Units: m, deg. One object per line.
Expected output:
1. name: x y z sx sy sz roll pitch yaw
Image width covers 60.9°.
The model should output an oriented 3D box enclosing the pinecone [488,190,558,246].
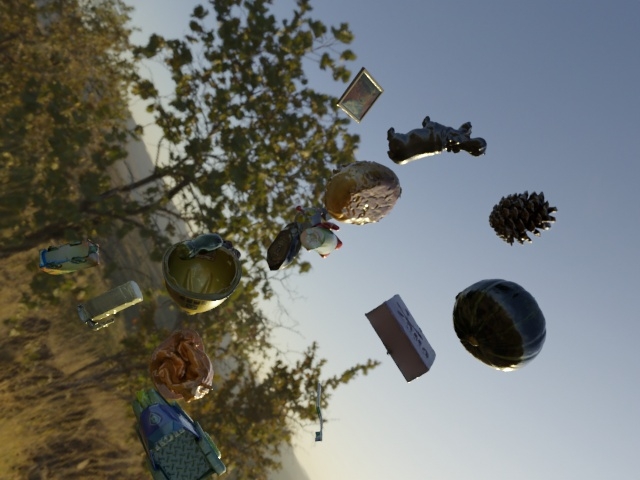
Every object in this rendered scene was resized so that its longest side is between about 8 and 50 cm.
1. pinecone: 0.677 -0.081 1.838 0.184 0.205 0.179 57 8 26

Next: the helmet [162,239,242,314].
1. helmet: -0.321 0.118 1.430 0.257 0.205 0.140 -94 -159 -55

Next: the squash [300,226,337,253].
1. squash: 0.000 0.000 1.604 0.083 0.083 0.250 60 6 6

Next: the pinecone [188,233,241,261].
1. pinecone: -0.344 0.068 1.667 0.207 0.208 0.207 56 -14 22

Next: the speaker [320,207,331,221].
1. speaker: 0.092 -0.141 2.282 0.040 0.191 0.046 49 -26 37

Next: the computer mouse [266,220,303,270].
1. computer mouse: -0.116 0.026 1.878 0.062 0.192 0.106 33 -2 -43

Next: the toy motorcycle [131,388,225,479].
1. toy motorcycle: -0.425 0.577 1.552 0.326 0.191 0.200 62 -20 -14

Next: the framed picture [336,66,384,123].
1. framed picture: 0.171 -0.605 2.292 0.016 0.184 0.250 42 10 24

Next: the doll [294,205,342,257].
1. doll: -0.021 -0.045 1.949 0.245 0.142 0.076 53 -10 28

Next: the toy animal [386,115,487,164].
1. toy animal: 0.397 -0.353 1.893 0.106 0.344 0.168 63 29 -50

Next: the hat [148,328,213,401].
1. hat: -0.417 0.447 1.820 0.233 0.244 0.233 13 -28 47

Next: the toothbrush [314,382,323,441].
1. toothbrush: -0.003 0.647 2.068 0.304 0.030 0.030 -88 158 -64

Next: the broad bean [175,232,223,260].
1. broad bean: -0.289 0.011 1.327 0.213 0.071 0.048 -34 106 -74

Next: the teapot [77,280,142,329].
1. teapot: -0.705 0.224 1.837 0.077 0.201 0.107 87 -22 -78

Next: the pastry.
1. pastry: 0.154 -0.196 2.119 0.284 0.316 0.184 -61 -137 38

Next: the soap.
1. soap: 0.307 0.359 2.051 0.296 0.107 0.285 58 15 7

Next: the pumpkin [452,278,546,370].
1. pumpkin: 0.602 0.285 1.861 0.323 0.241 0.323 37 -39 37

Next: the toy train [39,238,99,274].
1. toy train: -0.791 0.053 1.730 0.099 0.188 0.072 77 2 -65
